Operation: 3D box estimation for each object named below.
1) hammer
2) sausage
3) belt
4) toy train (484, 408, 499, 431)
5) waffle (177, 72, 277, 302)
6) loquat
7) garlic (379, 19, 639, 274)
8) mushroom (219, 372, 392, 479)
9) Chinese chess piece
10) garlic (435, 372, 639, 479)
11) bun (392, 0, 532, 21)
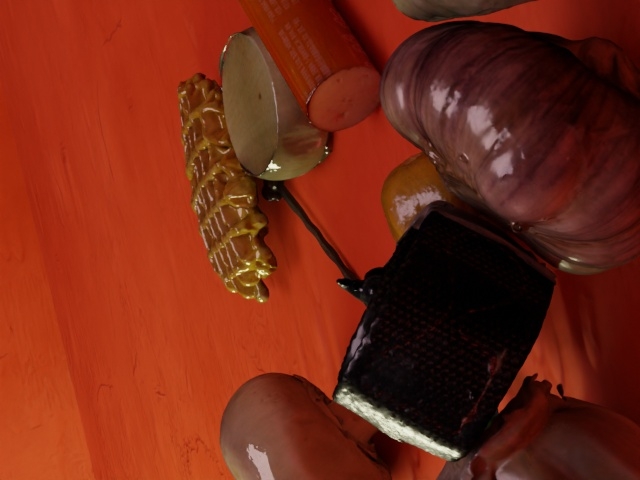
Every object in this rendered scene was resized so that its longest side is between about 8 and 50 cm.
[{"bbox_3d":[0.000,0.000,1.681,0.292,0.029,0.058,53,149,41],"label":"hammer"},{"bbox_3d":[-0.035,-0.259,1.531,0.093,0.093,0.312,104,146,-47],"label":"sausage"},{"bbox_3d":[0.089,0.063,1.128,0.184,0.164,0.289,-65,-4,6],"label":"belt"},{"bbox_3d":[0.148,0.168,1.315,0.044,0.042,0.209,85,179,-57],"label":"toy train"},{"bbox_3d":[-0.132,-0.068,1.857,0.329,0.062,0.329,168,90,-75],"label":"waffle"},{"bbox_3d":[0.117,-0.021,1.286,0.137,0.113,0.137,40,145,35],"label":"loquat"},{"bbox_3d":[0.167,-0.087,1.044,0.160,0.245,0.245,-55,34,2],"label":"garlic"},{"bbox_3d":[-0.003,0.248,1.626,0.246,0.202,0.246,43,-173,-6],"label":"mushroom"},{"bbox_3d":[-0.054,-0.166,1.645,0.188,0.083,0.188,170,90,-67],"label":"Chinese chess piece"},{"bbox_3d":[0.197,0.257,1.122,0.292,0.237,0.210,59,178,0],"label":"garlic"},{"bbox_3d":[0.127,-0.243,1.023,0.195,0.195,0.118,28,145,61],"label":"bun"}]
